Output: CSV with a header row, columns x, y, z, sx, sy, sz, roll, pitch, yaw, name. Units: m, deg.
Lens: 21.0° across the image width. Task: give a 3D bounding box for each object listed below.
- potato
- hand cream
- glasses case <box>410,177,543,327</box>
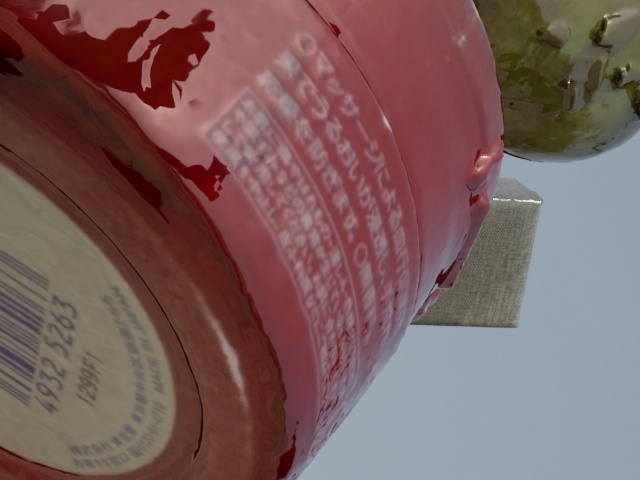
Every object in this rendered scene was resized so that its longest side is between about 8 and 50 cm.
x,y,z,sx,sy,sz,roll,pitch,yaw,name
0.041,-0.131,0.648,0.113,0.149,0.251,-36,-75,27,potato
-0.068,-0.023,0.551,0.230,0.149,0.230,20,-42,19,hand cream
0.000,0.000,0.824,0.047,0.205,0.070,-130,-135,-63,glasses case
